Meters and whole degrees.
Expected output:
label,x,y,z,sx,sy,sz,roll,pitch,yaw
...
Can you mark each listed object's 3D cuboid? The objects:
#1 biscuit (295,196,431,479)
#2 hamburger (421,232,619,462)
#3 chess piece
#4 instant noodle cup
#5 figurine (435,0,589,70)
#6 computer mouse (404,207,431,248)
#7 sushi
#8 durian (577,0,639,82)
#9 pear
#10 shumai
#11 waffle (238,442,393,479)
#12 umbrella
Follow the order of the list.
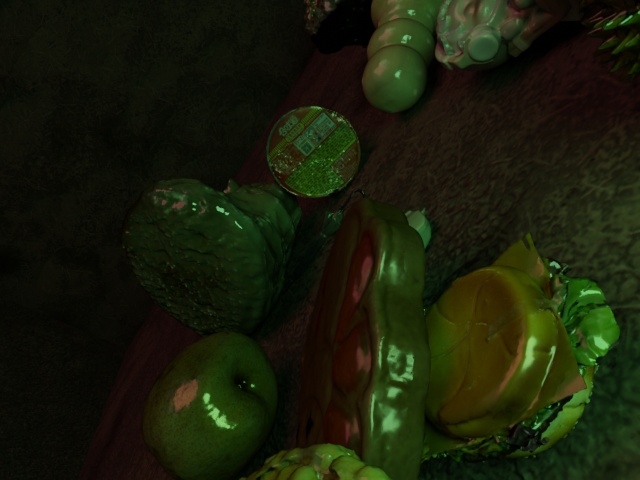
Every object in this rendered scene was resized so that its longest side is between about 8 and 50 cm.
label,x,y,z,sx,sy,sz,roll,pitch,yaw
biscuit,0.024,0.142,0.530,0.359,0.075,0.380,113,169,-68
hamburger,0.143,0.093,0.402,0.189,0.093,0.163,-41,29,48
chess piece,0.160,-0.377,0.989,0.167,0.167,0.299,-31,41,56
instant noodle cup,-0.014,-0.200,1.135,0.193,0.193,0.212,-56,9,13
figurine,0.230,-0.307,0.685,0.162,0.141,0.237,-60,18,-13
computer mouse,0.091,0.028,0.694,0.181,0.056,0.089,-62,23,-7
sushi,0.129,-0.609,1.230,0.328,0.286,0.328,165,110,-72
durian,0.283,-0.235,0.315,0.225,0.290,0.291,-15,29,4
pear,-0.176,0.264,0.820,0.211,0.188,0.228,-36,28,26
shumai,-0.191,-0.006,1.100,0.323,0.324,0.397,-53,-20,-44
waffle,0.007,0.288,0.323,0.325,0.068,0.301,133,130,-60
umbrella,-0.004,-0.004,1.007,0.269,0.044,0.044,-50,-9,26
